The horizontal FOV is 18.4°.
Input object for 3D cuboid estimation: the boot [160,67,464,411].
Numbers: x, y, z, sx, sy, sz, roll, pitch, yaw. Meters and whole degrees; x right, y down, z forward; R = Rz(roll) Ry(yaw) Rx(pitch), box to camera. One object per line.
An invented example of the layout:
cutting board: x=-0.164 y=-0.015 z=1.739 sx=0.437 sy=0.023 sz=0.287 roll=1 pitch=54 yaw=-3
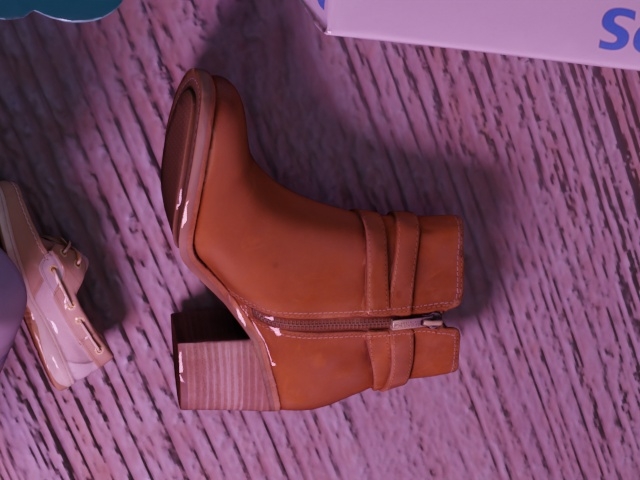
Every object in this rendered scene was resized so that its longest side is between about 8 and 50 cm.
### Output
boot: x=0.000 y=0.000 z=1.432 sx=0.220 sy=0.109 sz=0.283 roll=-6 pitch=114 yaw=-9

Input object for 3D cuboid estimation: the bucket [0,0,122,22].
bucket: x=-0.171 y=-0.287 z=1.222 sx=0.281 sy=0.183 sz=0.281 roll=-10 pitch=119 yaw=-19

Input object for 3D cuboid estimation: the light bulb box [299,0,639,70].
light bulb box: x=0.173 y=-0.314 z=1.287 sx=0.358 sy=0.225 sz=0.361 roll=5 pitch=110 yaw=-15

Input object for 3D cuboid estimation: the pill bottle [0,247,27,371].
pill bottle: x=-0.377 y=0.167 z=1.350 sx=0.229 sy=0.229 sz=0.408 roll=20 pitch=105 yaw=-19

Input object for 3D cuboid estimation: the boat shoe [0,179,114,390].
boat shoe: x=-0.196 y=0.025 z=1.431 sx=0.059 sy=0.063 sz=0.170 roll=-23 pitch=118 yaw=-12
